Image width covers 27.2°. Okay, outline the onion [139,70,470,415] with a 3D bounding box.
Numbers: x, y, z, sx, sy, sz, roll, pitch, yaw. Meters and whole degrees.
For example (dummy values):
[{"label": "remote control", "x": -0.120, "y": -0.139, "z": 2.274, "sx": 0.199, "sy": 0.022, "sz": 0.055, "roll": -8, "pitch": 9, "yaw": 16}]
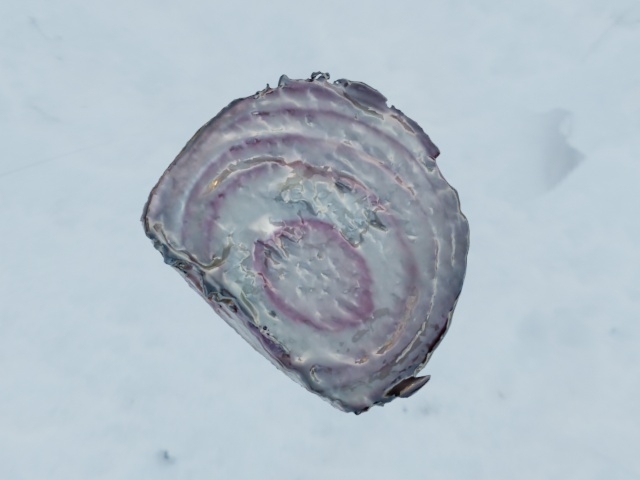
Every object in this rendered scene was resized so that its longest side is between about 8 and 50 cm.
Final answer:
[{"label": "onion", "x": 0.000, "y": 0.000, "z": 1.284, "sx": 0.314, "sy": 0.146, "sz": 0.280, "roll": 43, "pitch": 68, "yaw": -5}]
